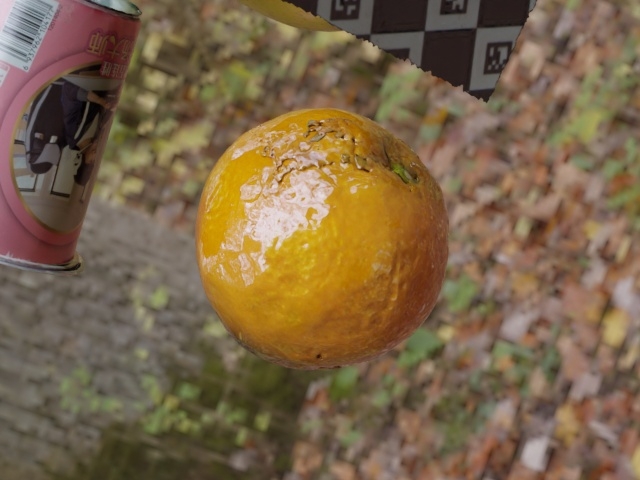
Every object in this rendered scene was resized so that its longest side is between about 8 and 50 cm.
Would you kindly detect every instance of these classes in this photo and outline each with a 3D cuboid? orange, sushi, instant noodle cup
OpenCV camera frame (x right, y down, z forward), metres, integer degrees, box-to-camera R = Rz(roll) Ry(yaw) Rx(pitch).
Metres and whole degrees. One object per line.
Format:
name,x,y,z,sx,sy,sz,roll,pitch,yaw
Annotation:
orange,0.000,0.000,1.724,0.246,0.246,0.246,-159,90,-76
sushi,0.094,-0.296,1.588,0.059,0.294,0.292,30,93,50
instant noodle cup,-0.284,-0.127,1.726,0.244,0.244,0.255,-126,58,-74

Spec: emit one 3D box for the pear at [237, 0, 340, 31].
pear,-0.016,-0.352,1.851,0.285,0.336,0.285,-166,90,-74
